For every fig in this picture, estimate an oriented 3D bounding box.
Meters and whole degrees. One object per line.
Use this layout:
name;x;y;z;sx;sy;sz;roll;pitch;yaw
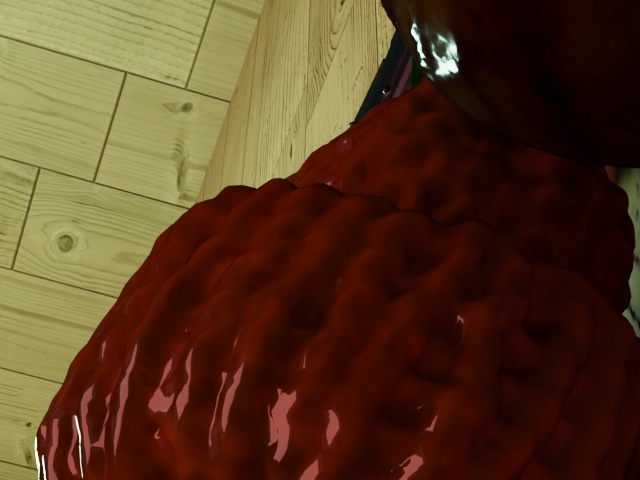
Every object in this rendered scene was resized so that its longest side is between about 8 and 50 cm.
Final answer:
fig;0.130;-0.143;0.671;0.235;0.214;0.235;-35;27;21

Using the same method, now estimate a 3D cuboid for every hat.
hat;0.026;0.018;0.803;0.285;0.285;0.400;120;166;-55

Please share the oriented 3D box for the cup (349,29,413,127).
cup;0.097;-0.082;1.005;0.176;0.131;0.155;16;-86;-75
